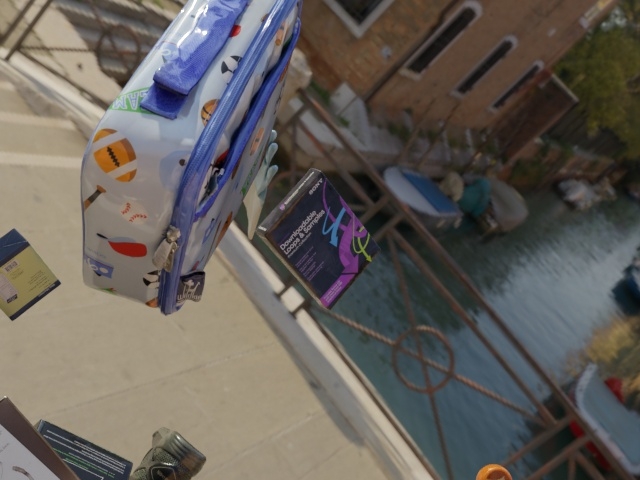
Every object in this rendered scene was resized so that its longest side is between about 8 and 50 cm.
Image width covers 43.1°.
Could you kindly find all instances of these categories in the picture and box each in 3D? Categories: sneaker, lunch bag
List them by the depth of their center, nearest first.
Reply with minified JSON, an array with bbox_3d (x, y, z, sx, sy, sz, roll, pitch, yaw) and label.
[{"bbox_3d":[-0.110,-0.092,0.720,0.115,0.243,0.303,22,51,-3],"label":"lunch bag"},{"bbox_3d":[-0.236,0.341,1.163,0.087,0.130,0.227,44,-18,-3],"label":"sneaker"}]

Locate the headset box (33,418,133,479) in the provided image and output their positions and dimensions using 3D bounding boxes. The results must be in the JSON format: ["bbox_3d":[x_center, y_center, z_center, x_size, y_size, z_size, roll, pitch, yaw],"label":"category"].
[{"bbox_3d":[-0.358,0.397,0.921,0.131,0.246,0.283,32,34,-20],"label":"headset box"}]

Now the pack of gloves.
[{"bbox_3d":[-0.115,-0.138,1.180,0.046,0.232,0.195,-3,64,-18],"label":"pack of gloves"}]

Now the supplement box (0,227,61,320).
[{"bbox_3d":[-0.414,0.046,1.090,0.056,0.083,0.083,29,-27,47],"label":"supplement box"}]

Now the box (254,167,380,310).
[{"bbox_3d":[0.000,0.000,1.077,0.029,0.116,0.162,21,-24,54],"label":"box"}]

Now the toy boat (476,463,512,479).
[{"bbox_3d":[0.271,0.438,1.309,0.151,0.151,0.231,28,-17,-32],"label":"toy boat"}]

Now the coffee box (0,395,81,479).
[{"bbox_3d":[-0.250,0.278,0.760,0.246,0.141,0.098,46,65,5],"label":"coffee box"}]
